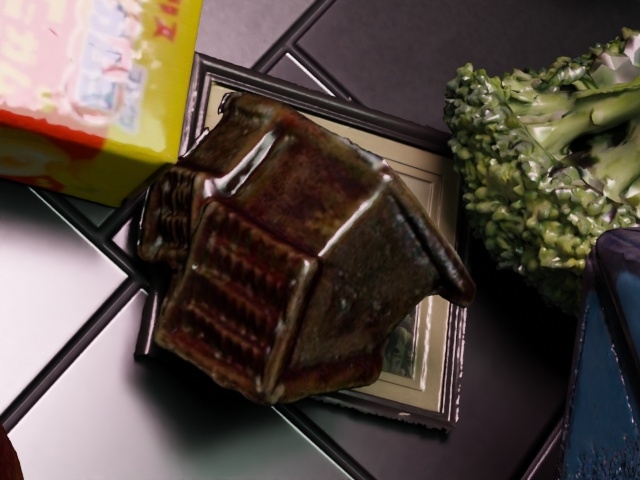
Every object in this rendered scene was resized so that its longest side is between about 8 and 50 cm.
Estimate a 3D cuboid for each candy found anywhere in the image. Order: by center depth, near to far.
[{"bbox_3d":[-0.204,-0.124,0.913,0.276,0.088,0.146,17,69,-21],"label":"candy"}]

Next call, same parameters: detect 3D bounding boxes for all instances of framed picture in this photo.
[{"bbox_3d":[0.000,0.000,1.014,0.195,0.010,0.199,17,63,-18],"label":"framed picture"}]

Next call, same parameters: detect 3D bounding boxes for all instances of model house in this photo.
[{"bbox_3d":[-0.028,0.013,0.943,0.165,0.106,0.152,30,66,31],"label":"model house"}]

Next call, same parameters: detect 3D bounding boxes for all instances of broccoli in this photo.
[{"bbox_3d":[0.190,-0.039,1.025,0.226,0.176,0.198,52,43,-22],"label":"broccoli"}]

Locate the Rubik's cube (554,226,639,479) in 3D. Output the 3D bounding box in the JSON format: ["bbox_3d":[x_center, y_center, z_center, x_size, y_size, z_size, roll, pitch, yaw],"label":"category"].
[{"bbox_3d":[0.300,0.166,0.855,0.310,0.305,0.307,-1,107,-27],"label":"Rubik's cube"}]

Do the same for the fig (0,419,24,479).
[{"bbox_3d":[-0.228,0.072,0.787,0.217,0.217,0.320,17,45,-18],"label":"fig"}]
